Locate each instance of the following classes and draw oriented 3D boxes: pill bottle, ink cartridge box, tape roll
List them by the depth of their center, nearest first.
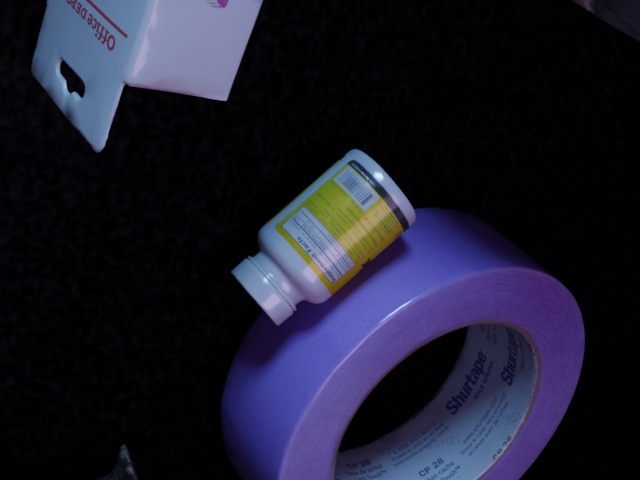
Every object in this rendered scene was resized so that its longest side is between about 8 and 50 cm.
[{"bbox_3d":[-0.076,-0.141,0.571,0.061,0.104,0.181,5,118,-39],"label":"ink cartridge box"},{"bbox_3d":[0.000,0.000,0.761,0.116,0.065,0.065,-41,136,-4],"label":"pill bottle"},{"bbox_3d":[0.066,0.115,0.878,0.275,0.090,0.275,-20,132,-24],"label":"tape roll"}]

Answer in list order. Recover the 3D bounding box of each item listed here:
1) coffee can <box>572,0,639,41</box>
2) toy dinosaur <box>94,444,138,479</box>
[{"bbox_3d":[0.211,-0.264,0.625,0.201,0.201,0.275,27,103,-45],"label":"coffee can"},{"bbox_3d":[-0.182,0.239,0.788,0.160,0.121,0.313,-19,136,-10],"label":"toy dinosaur"}]
